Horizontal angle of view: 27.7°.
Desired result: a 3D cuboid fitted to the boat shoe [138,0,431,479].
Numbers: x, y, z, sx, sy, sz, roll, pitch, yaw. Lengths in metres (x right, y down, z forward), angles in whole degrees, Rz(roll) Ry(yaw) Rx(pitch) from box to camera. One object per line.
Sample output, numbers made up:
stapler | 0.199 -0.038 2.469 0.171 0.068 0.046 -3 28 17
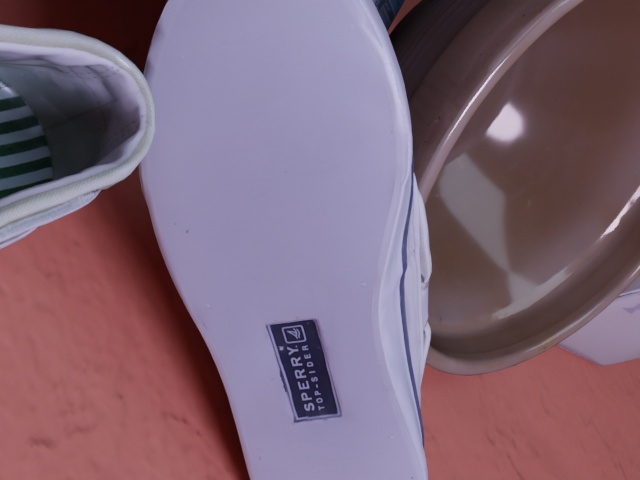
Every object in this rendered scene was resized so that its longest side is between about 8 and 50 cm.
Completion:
boat shoe | 0.000 0.000 0.503 0.088 0.096 0.267 -82 160 -56

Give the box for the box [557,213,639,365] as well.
box | 0.180 -0.069 0.832 0.113 0.094 0.275 27 53 -45

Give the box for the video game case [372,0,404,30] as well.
video game case | 0.012 -0.150 0.542 0.193 0.023 0.212 -61 162 -7

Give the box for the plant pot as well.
plant pot | 0.096 -0.058 0.654 0.110 0.237 0.237 41 18 35

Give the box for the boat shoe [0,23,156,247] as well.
boat shoe | -0.165 -0.018 0.331 0.302 0.094 0.109 -26 95 -56
